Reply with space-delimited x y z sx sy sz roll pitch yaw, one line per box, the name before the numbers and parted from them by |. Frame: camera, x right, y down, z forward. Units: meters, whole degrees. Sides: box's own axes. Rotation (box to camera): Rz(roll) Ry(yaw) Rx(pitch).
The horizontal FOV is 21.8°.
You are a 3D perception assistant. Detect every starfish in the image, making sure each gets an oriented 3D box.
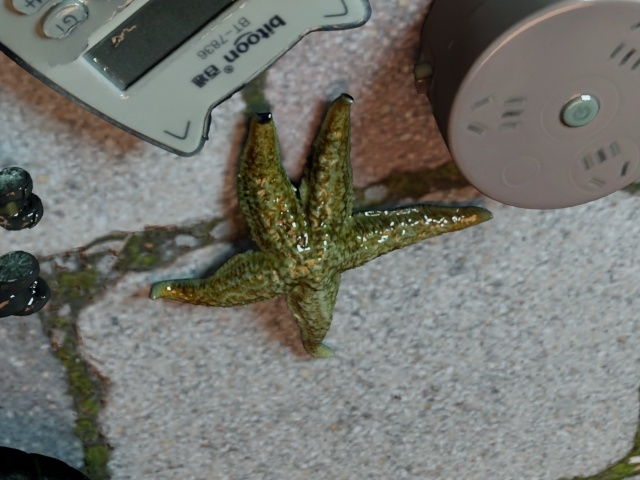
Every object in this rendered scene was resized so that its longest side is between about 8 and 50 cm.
starfish | 0.001 0.002 1.010 0.216 0.050 0.223 -17 140 -11

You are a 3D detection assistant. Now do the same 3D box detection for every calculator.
calculator | -0.106 -0.158 0.826 0.177 0.040 0.268 -36 131 17

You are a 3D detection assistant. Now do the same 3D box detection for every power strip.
power strip | 0.131 -0.094 0.929 0.154 0.078 0.154 -9 135 -9

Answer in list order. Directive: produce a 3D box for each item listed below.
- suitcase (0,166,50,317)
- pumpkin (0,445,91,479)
suitcase | -0.310 -0.016 0.833 0.312 0.128 0.202 -14 135 0
pumpkin | -0.219 0.221 1.077 0.202 0.140 0.202 -6 133 -7
